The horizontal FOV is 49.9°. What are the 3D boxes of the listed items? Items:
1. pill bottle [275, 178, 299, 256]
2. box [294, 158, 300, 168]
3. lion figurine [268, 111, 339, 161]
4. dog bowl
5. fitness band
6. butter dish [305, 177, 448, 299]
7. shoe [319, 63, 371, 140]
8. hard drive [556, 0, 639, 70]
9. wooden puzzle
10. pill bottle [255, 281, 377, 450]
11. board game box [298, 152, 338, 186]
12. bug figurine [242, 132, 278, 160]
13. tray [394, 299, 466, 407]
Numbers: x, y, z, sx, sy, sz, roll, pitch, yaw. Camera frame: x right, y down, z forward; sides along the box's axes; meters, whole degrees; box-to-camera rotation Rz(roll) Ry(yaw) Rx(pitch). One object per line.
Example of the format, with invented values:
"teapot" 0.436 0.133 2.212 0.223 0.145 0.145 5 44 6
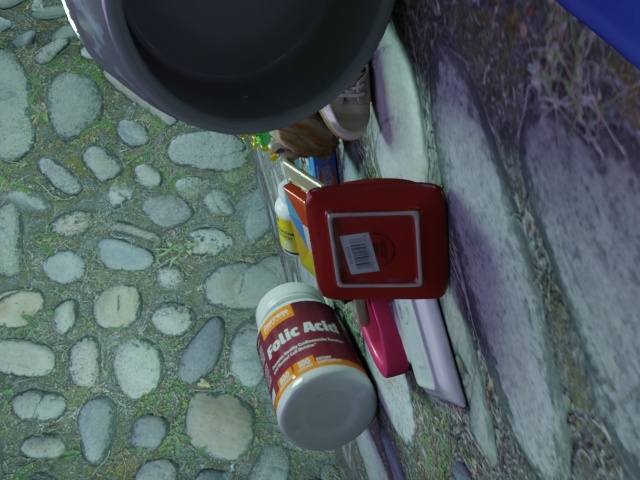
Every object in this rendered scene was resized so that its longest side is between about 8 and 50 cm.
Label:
"pill bottle" -0.054 -0.057 1.645 0.103 0.103 0.184 -113 12 -46
"box" -0.060 -0.269 1.464 0.063 0.067 0.324 -120 17 -67
"lion figurine" -0.075 -0.325 1.206 0.142 0.240 0.392 -38 44 45
"dog bowl" -0.072 -0.264 0.681 0.102 0.348 0.349 49 155 45
"fitness band" 0.086 0.088 1.155 0.209 0.054 0.291 82 171 -51
"butter dish" 0.072 -0.018 0.828 0.118 0.159 0.160 -75 -21 -55
"shoe" 0.024 -0.240 0.914 0.058 0.076 0.219 -120 19 -79
"hard drive" 0.163 -0.153 0.254 0.319 0.040 0.210 -112 12 -45
"wooden puzzle" 0.000 0.000 1.096 0.239 0.044 0.221 -134 27 -56
"pill bottle" -0.028 0.277 1.620 0.392 0.224 0.224 -119 17 -58
"board game box" -0.008 -0.154 1.365 0.160 0.047 0.210 -116 15 -53
"bug figurine" -0.116 -0.295 1.538 0.279 0.072 0.216 30 -127 -72
"tray" 0.128 0.091 0.937 0.145 0.030 0.271 128 127 -81
